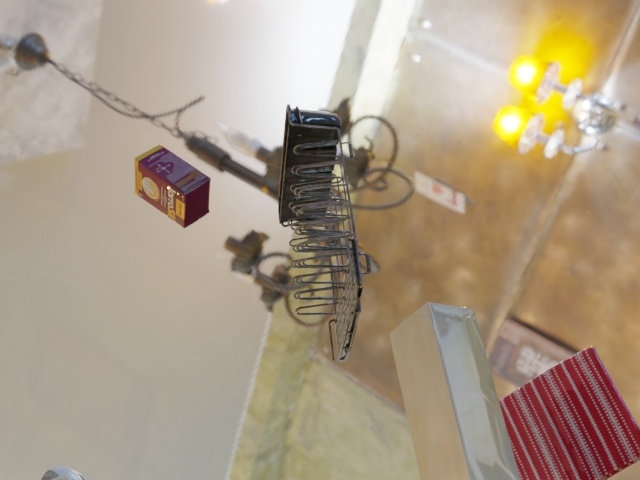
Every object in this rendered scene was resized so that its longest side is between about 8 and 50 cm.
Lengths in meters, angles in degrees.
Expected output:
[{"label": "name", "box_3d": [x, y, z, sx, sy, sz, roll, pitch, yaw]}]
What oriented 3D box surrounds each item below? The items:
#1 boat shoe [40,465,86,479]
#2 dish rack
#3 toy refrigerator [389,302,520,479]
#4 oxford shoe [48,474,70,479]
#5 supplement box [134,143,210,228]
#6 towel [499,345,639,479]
[{"label": "boat shoe", "box_3d": [-0.203, 0.322, 0.898, 0.075, 0.226, 0.083, -2, -39, -51]}, {"label": "dish rack", "box_3d": [0.000, 0.000, 1.064, 0.074, 0.272, 0.208, -3, -33, -7]}, {"label": "toy refrigerator", "box_3d": [0.184, 0.230, 1.244, 0.094, 0.270, 0.102, 10, -37, -29]}, {"label": "oxford shoe", "box_3d": [-0.125, 0.332, 0.638, 0.146, 0.140, 0.397, -38, -57, -18]}, {"label": "supplement box", "box_3d": [-0.168, -0.062, 1.030, 0.043, 0.083, 0.055, -37, -30, -39]}, {"label": "towel", "box_3d": [0.365, 0.318, 1.452, 0.275, 0.199, 0.031, -37, -37, 21]}]
